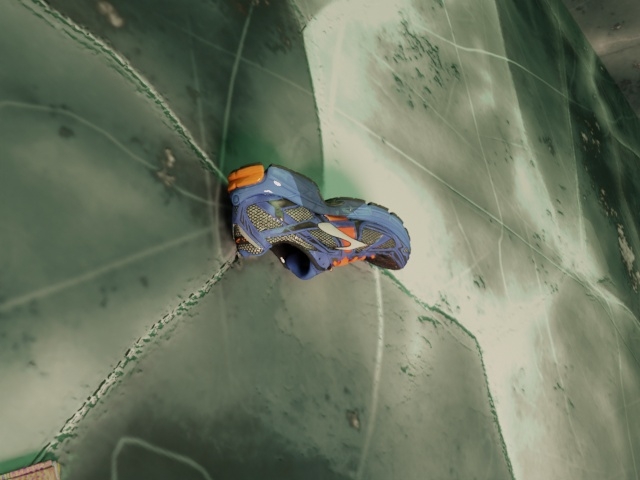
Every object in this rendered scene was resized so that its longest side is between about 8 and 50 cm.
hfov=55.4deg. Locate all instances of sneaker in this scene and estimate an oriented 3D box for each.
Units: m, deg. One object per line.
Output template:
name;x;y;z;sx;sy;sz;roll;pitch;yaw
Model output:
sneaker;0.000;0.000;0.596;0.221;0.083;0.087;18;73;-34

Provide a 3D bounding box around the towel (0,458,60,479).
towel;-0.191;0.171;0.360;0.083;0.009;0.060;-4;76;-46
